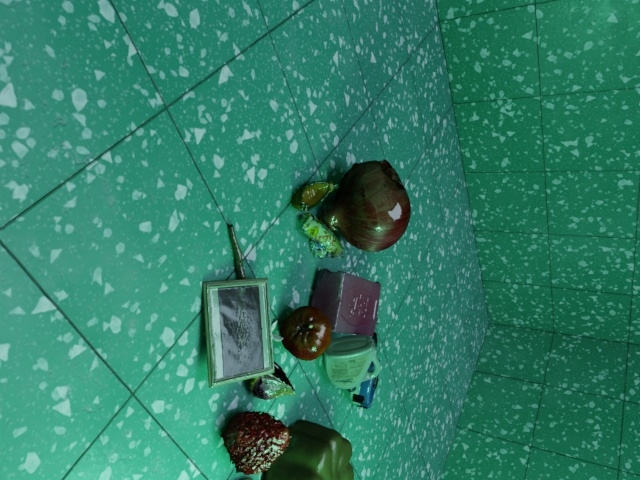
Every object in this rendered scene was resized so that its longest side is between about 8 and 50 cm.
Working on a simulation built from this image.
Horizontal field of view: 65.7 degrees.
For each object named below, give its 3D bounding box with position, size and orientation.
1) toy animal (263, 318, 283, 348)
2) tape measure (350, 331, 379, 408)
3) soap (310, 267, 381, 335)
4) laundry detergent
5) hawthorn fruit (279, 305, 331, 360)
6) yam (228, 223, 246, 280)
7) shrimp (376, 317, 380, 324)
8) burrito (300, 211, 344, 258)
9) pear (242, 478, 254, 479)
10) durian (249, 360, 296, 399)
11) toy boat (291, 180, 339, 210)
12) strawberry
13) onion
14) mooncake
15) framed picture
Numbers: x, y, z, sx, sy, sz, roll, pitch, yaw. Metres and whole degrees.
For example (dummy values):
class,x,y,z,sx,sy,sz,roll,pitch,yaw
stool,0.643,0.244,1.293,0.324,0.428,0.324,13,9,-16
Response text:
class,x,y,z,sx,sy,sz,roll,pitch,yaw
toy animal,-0.187,0.307,1.553,0.124,0.085,0.071,-32,103,-58
tape measure,0.215,0.541,2.157,0.215,0.097,0.351,71,32,-60
soap,0.101,0.248,1.946,0.359,0.128,0.233,22,75,-58
laundry detergent,0.128,0.496,1.941,0.105,0.214,0.281,-99,178,-52
hawthorn fruit,-0.041,0.324,1.696,0.200,0.179,0.179,61,43,-59
yam,-0.242,0.065,1.474,0.029,0.027,0.234,-100,-179,-72
shrimp,0.250,0.372,2.287,0.092,0.029,0.038,16,72,-62
burrito,0.000,0.000,1.809,0.104,0.054,0.288,-50,138,-2
pear,-0.200,0.865,1.503,0.267,0.178,0.267,0,90,-60
durian,-0.182,0.442,1.577,0.108,0.119,0.187,-43,126,3
toy boat,-0.023,-0.159,1.737,0.229,0.088,0.089,-41,126,-47
strawberry,-0.186,0.601,1.481,0.184,0.201,0.187,32,47,-73
onion,0.193,-0.130,1.878,0.353,0.353,0.354,-10,102,-57
mooncake,-0.022,0.841,1.744,0.378,0.200,0.379,-10,102,-60
framed picture,-0.230,0.258,1.437,0.231,0.018,0.293,-1,84,-43
